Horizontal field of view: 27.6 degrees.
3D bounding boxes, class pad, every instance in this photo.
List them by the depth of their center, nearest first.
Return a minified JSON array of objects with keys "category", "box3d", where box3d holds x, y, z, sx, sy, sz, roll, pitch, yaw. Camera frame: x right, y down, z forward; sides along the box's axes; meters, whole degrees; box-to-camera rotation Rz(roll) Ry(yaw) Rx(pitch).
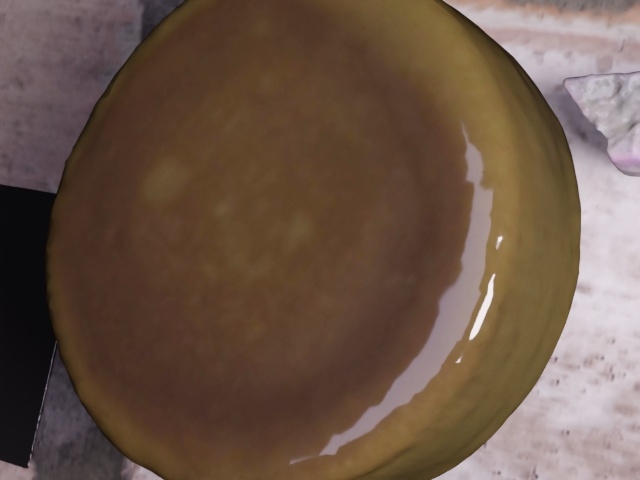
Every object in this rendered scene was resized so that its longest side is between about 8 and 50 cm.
[{"category":"pad","box3d":[-0.231,0.055,0.922,0.127,0.004,0.190,10,85,31]}]

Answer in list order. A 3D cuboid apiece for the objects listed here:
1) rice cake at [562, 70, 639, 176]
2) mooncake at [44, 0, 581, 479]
[{"category":"rice cake","box3d":[0.291,-0.060,0.596,0.365,0.073,0.056,-1,83,30]},{"category":"mooncake","box3d":[0.000,0.000,0.707,0.284,0.155,0.284,-8,74,30]}]
